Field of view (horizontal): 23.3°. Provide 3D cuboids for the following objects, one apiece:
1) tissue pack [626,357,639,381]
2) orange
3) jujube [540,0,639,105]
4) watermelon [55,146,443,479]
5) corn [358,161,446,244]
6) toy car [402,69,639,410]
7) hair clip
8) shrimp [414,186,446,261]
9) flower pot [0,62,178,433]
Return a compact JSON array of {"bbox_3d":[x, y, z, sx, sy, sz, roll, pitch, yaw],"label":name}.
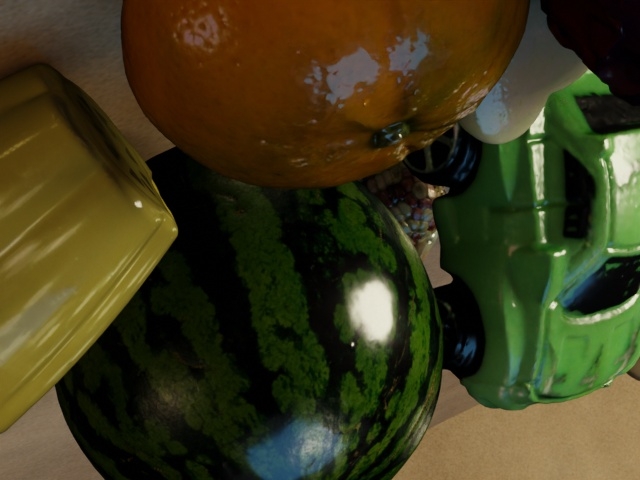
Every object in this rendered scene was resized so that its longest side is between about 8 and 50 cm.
[{"bbox_3d":[0.381,-0.033,1.544,0.387,0.277,0.267,-27,167,13],"label":"tissue pack"},{"bbox_3d":[0.005,-0.124,0.867,0.240,0.171,0.240,-22,165,-6],"label":"orange"},{"bbox_3d":[0.253,-0.187,0.927,0.258,0.258,0.377,-29,159,17],"label":"jujube"},{"bbox_3d":[-0.050,0.073,1.122,0.285,0.285,0.285,-23,164,-7],"label":"watermelon"},{"bbox_3d":[0.000,0.000,1.428,0.253,0.086,0.086,-26,164,9],"label":"corn"},{"bbox_3d":[0.188,-0.048,1.228,0.213,0.358,0.176,-9,-175,-41],"label":"toy car"},{"bbox_3d":[0.091,-0.142,1.063,0.218,0.071,0.159,-7,122,-14],"label":"hair clip"},{"bbox_3d":[0.052,0.023,1.546,0.251,0.052,0.143,-43,-159,61],"label":"shrimp"},{"bbox_3d":[-0.195,-0.004,0.965,0.179,0.195,0.195,-38,163,5],"label":"flower pot"}]
